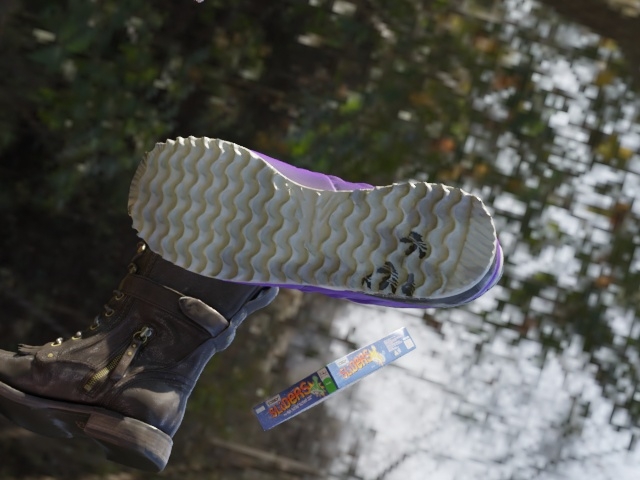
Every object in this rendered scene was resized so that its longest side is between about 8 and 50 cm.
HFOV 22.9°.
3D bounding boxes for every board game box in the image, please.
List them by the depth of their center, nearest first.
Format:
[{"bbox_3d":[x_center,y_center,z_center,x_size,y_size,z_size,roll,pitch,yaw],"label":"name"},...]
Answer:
[{"bbox_3d":[0.021,0.177,2.037,0.136,0.035,0.201,-33,173,33],"label":"board game box"}]

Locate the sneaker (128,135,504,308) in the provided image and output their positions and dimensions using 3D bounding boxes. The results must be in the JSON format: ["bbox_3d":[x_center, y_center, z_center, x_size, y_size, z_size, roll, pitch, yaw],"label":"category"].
[{"bbox_3d":[0.000,0.001,1.199,0.146,0.293,0.102,33,71,-70],"label":"sneaker"}]

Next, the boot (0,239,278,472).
[{"bbox_3d":[-0.196,0.081,1.496,0.091,0.262,0.229,83,30,-64],"label":"boot"}]

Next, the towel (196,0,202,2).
[{"bbox_3d":[-0.187,-0.296,1.178,0.049,0.282,0.187,-42,-158,-7],"label":"towel"}]
